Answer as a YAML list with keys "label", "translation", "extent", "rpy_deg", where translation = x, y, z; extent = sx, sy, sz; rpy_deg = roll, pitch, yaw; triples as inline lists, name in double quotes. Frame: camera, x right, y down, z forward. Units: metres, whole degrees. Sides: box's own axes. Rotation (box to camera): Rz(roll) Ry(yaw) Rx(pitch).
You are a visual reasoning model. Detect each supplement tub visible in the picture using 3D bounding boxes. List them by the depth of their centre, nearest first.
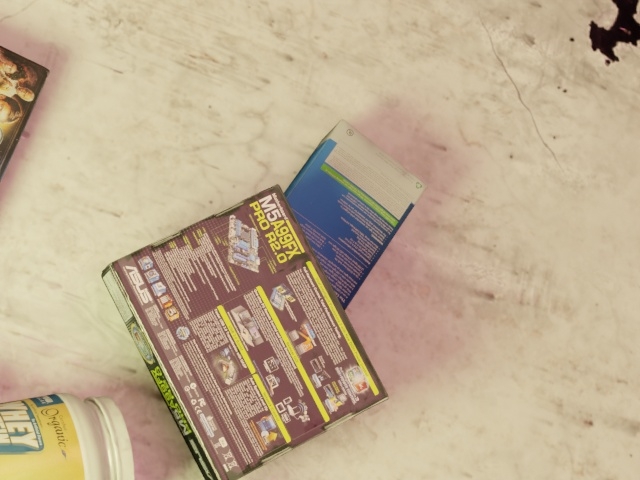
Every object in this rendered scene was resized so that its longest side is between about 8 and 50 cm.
- label: "supplement tub"
  translation: [-0.305, 0.235, 1.799]
  extent: [0.200, 0.144, 0.144]
  rpy_deg: [-8, 76, -25]

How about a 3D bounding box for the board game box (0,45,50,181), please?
- label: "board game box"
  translation: [-0.419, -0.118, 1.930]
  extent: [0.165, 0.042, 0.243]
  rpy_deg: [25, 65, -13]

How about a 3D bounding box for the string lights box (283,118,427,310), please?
- label: "string lights box"
  translation: [0.000, 0.000, 2.045]
  extent: [0.133, 0.077, 0.259]
  rpy_deg: [38, 62, -6]

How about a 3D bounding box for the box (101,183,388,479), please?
- label: "box"
  translation: [-0.082, 0.104, 1.908]
  extent: [0.216, 0.060, 0.270]
  rpy_deg: [-27, 87, -21]
